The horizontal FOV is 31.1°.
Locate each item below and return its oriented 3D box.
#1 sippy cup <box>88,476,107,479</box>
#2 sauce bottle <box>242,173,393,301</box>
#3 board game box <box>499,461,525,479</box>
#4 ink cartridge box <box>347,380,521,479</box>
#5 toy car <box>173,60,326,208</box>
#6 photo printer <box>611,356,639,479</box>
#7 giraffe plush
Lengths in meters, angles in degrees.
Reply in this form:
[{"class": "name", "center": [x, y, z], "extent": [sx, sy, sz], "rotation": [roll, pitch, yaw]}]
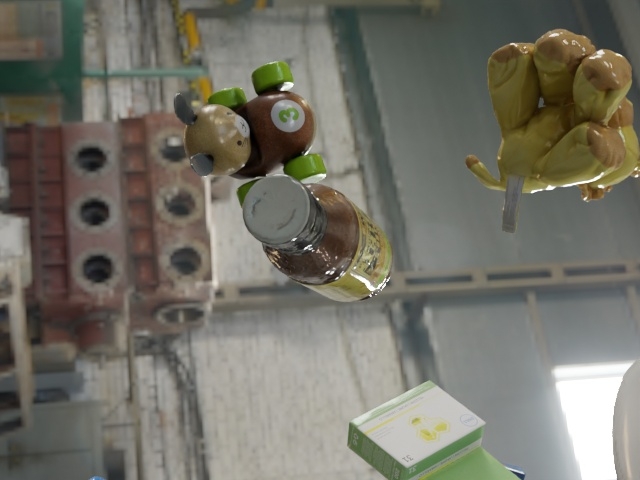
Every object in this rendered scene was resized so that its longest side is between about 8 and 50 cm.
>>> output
[{"class": "sippy cup", "center": [-0.147, 0.296, 0.785], "extent": [0.224, 0.240, 0.305], "rotation": [49, -45, 37]}, {"class": "sauce bottle", "center": [0.000, 0.000, 1.257], "extent": [0.344, 0.111, 0.111], "rotation": [30, 55, -74]}, {"class": "board game box", "center": [0.222, 0.417, 1.895], "extent": [0.035, 0.201, 0.136], "rotation": [-126, -129, -78]}, {"class": "ink cartridge box", "center": [0.176, 0.310, 1.644], "extent": [0.235, 0.171, 0.056], "rotation": [34, -49, 38]}, {"class": "toy car", "center": [-0.106, -0.128, 1.393], "extent": [0.149, 0.188, 0.155], "rotation": [-25, -101, 29]}, {"class": "photo printer", "center": [0.410, 0.155, 1.105], "extent": [0.307, 0.107, 0.256], "rotation": [-46, -165, 26]}, {"class": "giraffe plush", "center": [0.277, -0.108, 1.213], "extent": [0.181, 0.170, 0.210], "rotation": [38, -61, 42]}]
